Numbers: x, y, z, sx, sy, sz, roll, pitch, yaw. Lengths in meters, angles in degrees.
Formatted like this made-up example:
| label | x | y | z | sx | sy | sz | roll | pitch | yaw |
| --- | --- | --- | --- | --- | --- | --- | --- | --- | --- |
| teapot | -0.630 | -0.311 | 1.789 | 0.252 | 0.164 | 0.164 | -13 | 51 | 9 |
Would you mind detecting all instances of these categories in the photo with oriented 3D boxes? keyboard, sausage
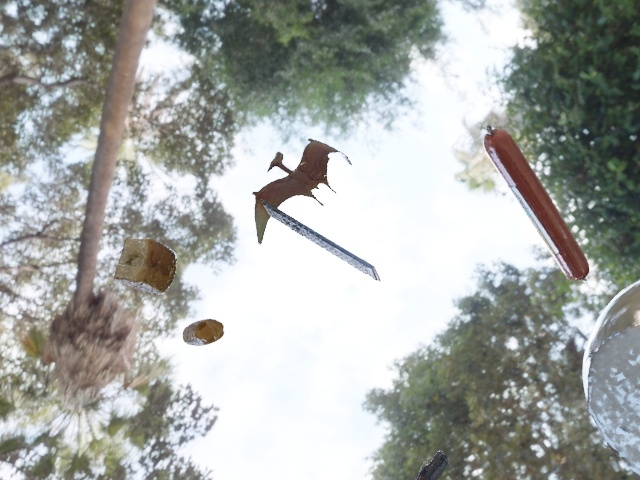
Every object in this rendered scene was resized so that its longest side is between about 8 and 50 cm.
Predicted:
| label | x | y | z | sx | sy | sz | roll | pitch | yaw |
| --- | --- | --- | --- | --- | --- | --- | --- | --- | --- |
| keyboard | 0.000 | 0.000 | 0.957 | 0.198 | 0.063 | 0.010 | 31 | -101 | 23 |
| sausage | 0.220 | -0.031 | 0.683 | 0.223 | 0.029 | 0.029 | 49 | -150 | -27 |

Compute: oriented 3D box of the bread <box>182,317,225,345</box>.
| label | x | y | z | sx | sy | sz | roll | pitch | yaw |
| --- | --- | --- | --- | --- | --- | --- | --- | --- | --- |
| bread | -0.205 | 0.160 | 1.176 | 0.052 | 0.157 | 0.044 | -12 | -95 | -23 |

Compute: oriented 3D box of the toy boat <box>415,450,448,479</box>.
| label | x | y | z | sx | sy | sz | roll | pitch | yaw |
| --- | --- | --- | --- | --- | --- | --- | --- | --- | --- |
| toy boat | 0.199 | 0.418 | 1.239 | 0.083 | 0.038 | 0.038 | -42 | -102 | -17 |

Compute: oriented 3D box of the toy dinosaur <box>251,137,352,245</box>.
| label | x | y | z | sx | sy | sz | roll | pitch | yaw |
| --- | --- | --- | --- | --- | --- | --- | --- | --- | --- |
| toy dinosaur | -0.054 | -0.131 | 1.741 | 0.207 | 0.113 | 0.327 | 10 | -124 | 11 |

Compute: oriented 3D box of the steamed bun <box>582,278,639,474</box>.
| label | x | y | z | sx | sy | sz | roll | pitch | yaw |
| --- | --- | --- | --- | --- | --- | --- | --- | --- | --- |
| steamed bun | 0.519 | 0.167 | 0.895 | 0.309 | 0.309 | 0.309 | 20 | -140 | -18 |

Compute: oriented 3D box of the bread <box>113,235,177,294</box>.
| label | x | y | z | sx | sy | sz | roll | pitch | yaw |
| --- | --- | --- | --- | --- | --- | --- | --- | --- | --- |
| bread | -0.287 | 0.040 | 1.115 | 0.077 | 0.070 | 0.083 | 7 | -106 | 23 |
